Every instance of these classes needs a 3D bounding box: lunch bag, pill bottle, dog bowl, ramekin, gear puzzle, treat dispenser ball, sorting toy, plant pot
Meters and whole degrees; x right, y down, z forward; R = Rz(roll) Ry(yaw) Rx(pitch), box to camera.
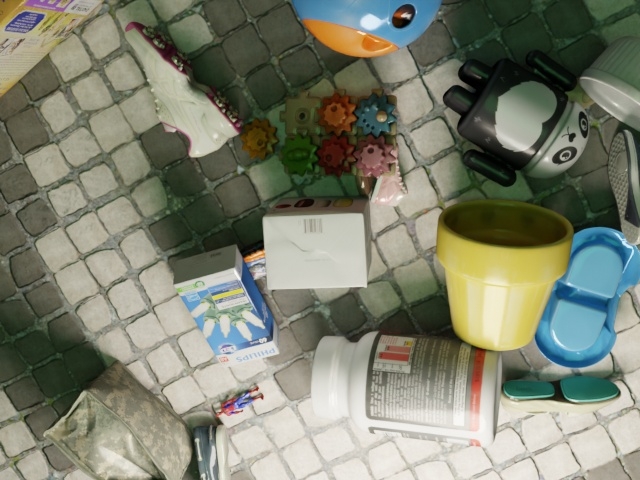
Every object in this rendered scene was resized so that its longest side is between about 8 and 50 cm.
[{"bbox_3d":[-0.406,0.425,1.886,0.287,0.235,0.169,43,98,-3],"label":"lunch bag"},{"bbox_3d":[0.176,0.293,1.791,0.362,0.210,0.210,4,103,15],"label":"pill bottle"},{"bbox_3d":[0.532,0.109,1.788,0.165,0.074,0.297,16,103,3],"label":"dog bowl"},{"bbox_3d":[0.593,-0.284,1.629,0.207,0.207,0.109,36,95,-2],"label":"ramekin"},{"bbox_3d":[-0.013,-0.213,1.757,0.338,0.044,0.176,3,94,23],"label":"gear puzzle"},{"bbox_3d":[0.084,-0.478,1.596,0.288,0.288,0.288,1,103,6],"label":"treat dispenser ball"},{"bbox_3d":[0.490,-0.275,1.736,0.083,0.012,0.062,-33,102,9],"label":"sorting toy"},{"bbox_3d":[0.347,0.072,1.718,0.254,0.254,0.239,4,112,6],"label":"plant pot"}]

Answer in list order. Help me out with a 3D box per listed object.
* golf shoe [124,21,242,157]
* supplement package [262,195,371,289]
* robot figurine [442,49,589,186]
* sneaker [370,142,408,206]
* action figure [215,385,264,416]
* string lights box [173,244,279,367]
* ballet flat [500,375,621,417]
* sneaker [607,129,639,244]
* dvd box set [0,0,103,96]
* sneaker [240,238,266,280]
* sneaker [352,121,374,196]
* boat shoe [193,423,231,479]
[{"bbox_3d":[-0.300,-0.299,1.776,0.140,0.115,0.306,-41,94,17],"label":"golf shoe"},{"bbox_3d":[0.000,0.000,1.759,0.194,0.203,0.149,-1,102,6],"label":"supplement package"},{"bbox_3d":[0.371,-0.234,1.675,0.278,0.173,0.209,32,131,-1],"label":"robot figurine"},{"bbox_3d":[0.151,-0.131,1.791,0.070,0.051,0.134,17,107,1],"label":"sneaker"},{"bbox_3d":[-0.182,0.361,1.953,0.115,0.030,0.038,-29,103,14],"label":"action figure"},{"bbox_3d":[-0.188,0.139,1.822,0.133,0.077,0.260,-16,129,10],"label":"string lights box"},{"bbox_3d":[0.495,0.331,1.848,0.248,0.086,0.086,1,103,8],"label":"ballet flat"},{"bbox_3d":[0.657,-0.108,1.722,0.163,0.086,0.226,-6,81,-11],"label":"sneaker"},{"bbox_3d":[-0.584,-0.397,1.687,0.420,0.307,0.062,-38,93,14],"label":"dvd box set"},{"bbox_3d":[-0.183,0.080,1.864,0.221,0.083,0.087,-23,107,15],"label":"sneaker"},{"bbox_3d":[0.103,-0.182,1.775,0.071,0.066,0.188,-2,103,7],"label":"sneaker"},{"bbox_3d":[-0.244,0.533,1.964,0.079,0.095,0.255,-1,101,5],"label":"boat shoe"}]
